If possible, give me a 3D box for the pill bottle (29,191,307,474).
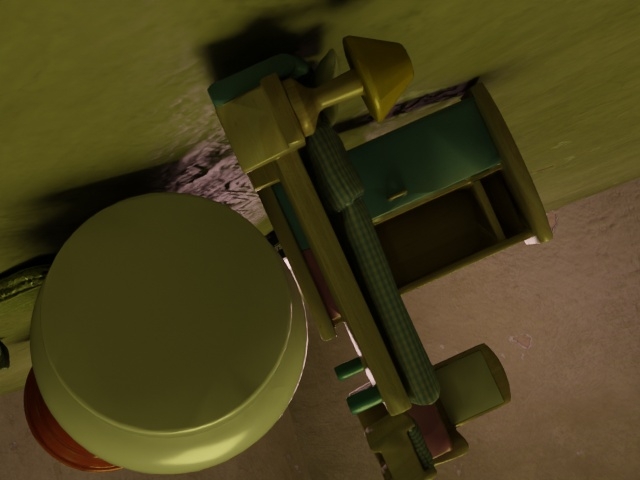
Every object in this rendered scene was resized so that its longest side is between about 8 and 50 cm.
[{"bbox_3d":[-0.135,0.100,0.749,0.229,0.228,0.407,-17,168,-13],"label":"pill bottle"}]

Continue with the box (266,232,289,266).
[{"bbox_3d":[0.000,0.000,1.176,0.191,0.045,0.184,-16,175,-26],"label":"box"}]

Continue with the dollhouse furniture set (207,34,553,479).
[{"bbox_3d":[0.086,0.016,0.518,0.198,0.286,0.303,-24,179,-2],"label":"dollhouse furniture set"}]

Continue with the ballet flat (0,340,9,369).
[{"bbox_3d":[-0.576,0.206,1.297,0.173,0.049,0.057,-20,172,19],"label":"ballet flat"}]

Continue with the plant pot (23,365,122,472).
[{"bbox_3d":[-0.344,0.235,1.361,0.273,0.272,0.265,-14,165,-30],"label":"plant pot"}]

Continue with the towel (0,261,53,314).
[{"bbox_3d":[-0.297,0.047,0.833,0.148,0.027,0.110,-23,173,27],"label":"towel"}]
